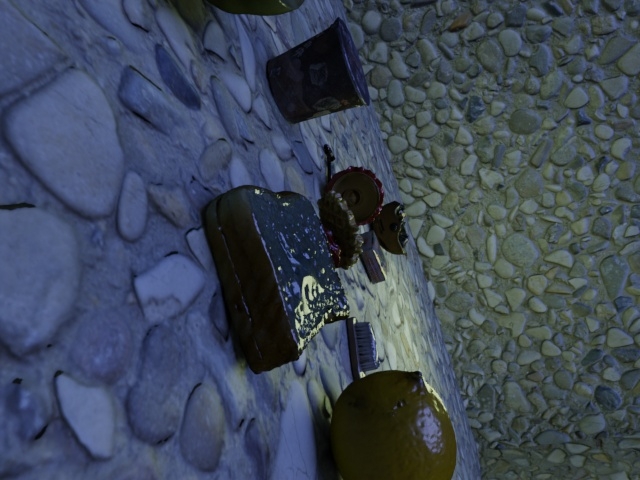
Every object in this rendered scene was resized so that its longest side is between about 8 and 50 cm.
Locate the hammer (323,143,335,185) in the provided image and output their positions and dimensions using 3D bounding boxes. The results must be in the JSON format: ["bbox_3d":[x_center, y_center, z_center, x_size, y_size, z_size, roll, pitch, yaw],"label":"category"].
[{"bbox_3d":[0.029,-0.215,1.329,0.065,0.021,0.178,54,27,-48],"label":"hammer"}]

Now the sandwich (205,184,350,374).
[{"bbox_3d":[-0.057,0.042,0.740,0.301,0.099,0.271,-11,85,-71],"label":"sandwich"}]

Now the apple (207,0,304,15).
[{"bbox_3d":[-0.148,-0.551,0.693,0.311,0.320,0.360,119,-25,-58],"label":"apple"}]

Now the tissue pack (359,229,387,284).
[{"bbox_3d":[0.178,0.057,1.475,0.108,0.060,0.148,-80,150,-55],"label":"tissue pack"}]

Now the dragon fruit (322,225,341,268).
[{"bbox_3d":[0.000,0.000,0.979,0.162,0.083,0.106,47,29,-48],"label":"dragon fruit"}]

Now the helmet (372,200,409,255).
[{"bbox_3d":[0.276,-0.044,1.737,0.198,0.130,0.224,26,61,-63],"label":"helmet"}]

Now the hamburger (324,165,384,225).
[{"bbox_3d":[0.100,-0.131,1.249,0.137,0.175,0.175,-65,137,-73],"label":"hamburger"}]

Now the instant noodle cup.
[{"bbox_3d":[-0.006,-0.408,1.095,0.217,0.207,0.217,-16,90,-71],"label":"instant noodle cup"}]

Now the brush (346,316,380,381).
[{"bbox_3d":[0.115,0.339,1.055,0.070,0.065,0.327,52,30,-55],"label":"brush"}]

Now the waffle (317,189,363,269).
[{"bbox_3d":[0.042,-0.023,1.023,0.191,0.038,0.191,51,-31,46],"label":"waffle"}]

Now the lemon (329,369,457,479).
[{"bbox_3d":[0.132,0.372,0.809,0.228,0.229,0.253,29,54,-65],"label":"lemon"}]
